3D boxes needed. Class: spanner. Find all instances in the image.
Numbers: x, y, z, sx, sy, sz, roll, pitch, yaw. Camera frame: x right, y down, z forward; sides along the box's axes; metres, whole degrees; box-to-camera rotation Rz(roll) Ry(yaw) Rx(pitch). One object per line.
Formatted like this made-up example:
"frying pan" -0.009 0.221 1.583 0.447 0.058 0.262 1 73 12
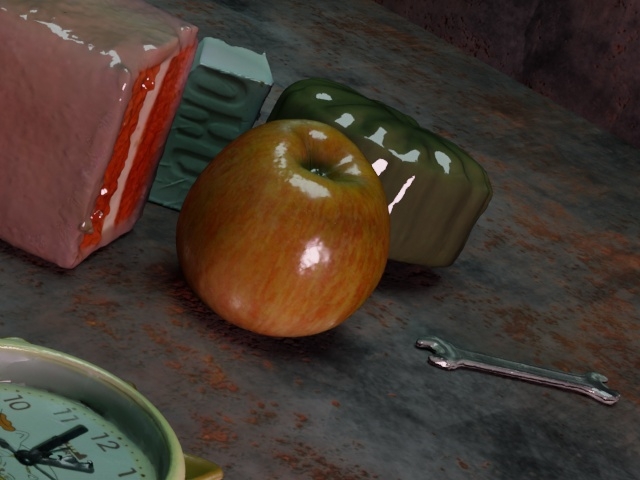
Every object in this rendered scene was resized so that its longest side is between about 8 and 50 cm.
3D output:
"spanner" 0.264 0.171 1.786 0.302 0.017 0.071 13 24 -21

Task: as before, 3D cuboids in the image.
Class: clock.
"clock" -0.250 0.196 1.107 0.286 0.117 0.348 38 26 33

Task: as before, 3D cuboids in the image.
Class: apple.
"apple" -0.037 -0.020 1.632 0.264 0.264 0.264 20 23 -8

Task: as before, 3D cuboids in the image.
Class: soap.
"soap" -0.162 -0.158 1.833 0.145 0.230 0.091 17 23 -13

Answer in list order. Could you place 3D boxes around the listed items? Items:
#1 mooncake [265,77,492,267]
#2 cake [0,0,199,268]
"mooncake" 0.067 -0.106 1.946 0.351 0.187 0.351 25 15 -7
"cake" -0.310 -0.153 1.599 0.230 0.308 0.237 23 25 6
